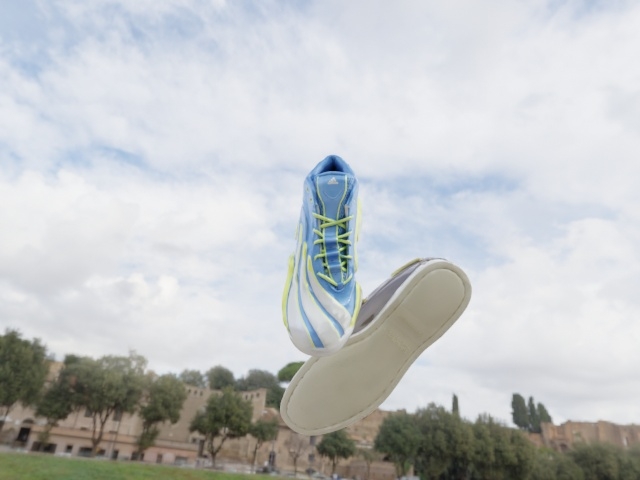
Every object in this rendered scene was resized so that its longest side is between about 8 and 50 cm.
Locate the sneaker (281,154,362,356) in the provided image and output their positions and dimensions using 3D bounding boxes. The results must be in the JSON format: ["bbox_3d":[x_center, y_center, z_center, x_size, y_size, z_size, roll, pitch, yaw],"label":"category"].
[{"bbox_3d":[0.000,0.000,0.558,0.091,0.240,0.126,-1,-41,7],"label":"sneaker"}]

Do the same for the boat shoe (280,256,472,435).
[{"bbox_3d":[0.073,0.146,0.725,0.116,0.324,0.097,44,5,-7],"label":"boat shoe"}]
